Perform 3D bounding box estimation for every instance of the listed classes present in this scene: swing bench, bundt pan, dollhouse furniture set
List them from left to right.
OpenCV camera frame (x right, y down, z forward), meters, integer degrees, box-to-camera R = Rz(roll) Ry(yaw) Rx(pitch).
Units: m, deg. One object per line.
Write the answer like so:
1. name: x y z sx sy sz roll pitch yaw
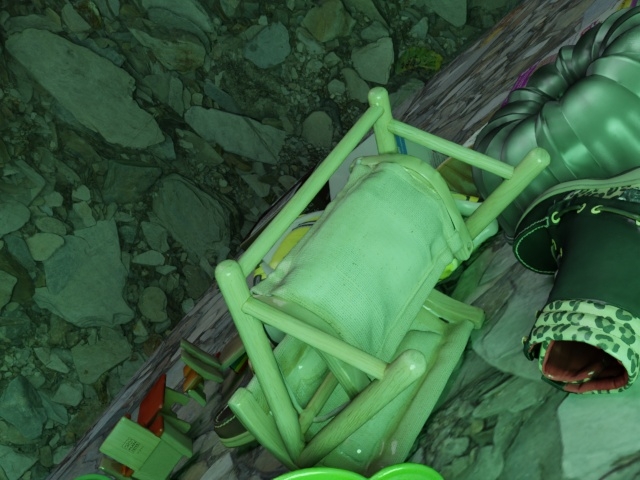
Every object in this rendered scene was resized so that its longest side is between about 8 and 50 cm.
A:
1. dollhouse furniture set: -0.306 0.319 1.278 0.262 0.135 0.259 -53 16 2
2. swing bench: 0.049 0.055 0.617 0.253 0.165 0.254 -52 -22 -37
3. bundt pan: 0.303 -0.144 0.814 0.331 0.124 0.331 -44 8 8

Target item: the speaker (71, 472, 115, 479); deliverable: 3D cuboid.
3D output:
1. speaker: -0.357 0.450 1.081 0.131 0.131 0.296 -47 9 -11

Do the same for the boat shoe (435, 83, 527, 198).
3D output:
1. boat shoe: 0.248 -0.112 1.039 0.277 0.098 0.096 -45 -4 11

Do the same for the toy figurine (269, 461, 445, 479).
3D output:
1. toy figurine: 0.026 0.242 0.459 0.173 0.130 0.159 -21 24 -2

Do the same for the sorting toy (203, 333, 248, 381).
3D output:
1. sorting toy: -0.154 0.222 1.443 0.274 0.046 0.132 -42 10 15

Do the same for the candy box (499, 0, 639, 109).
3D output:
1. candy box: 0.399 -0.267 1.102 0.233 0.071 0.159 -35 13 46

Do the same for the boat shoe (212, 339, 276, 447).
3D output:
1. boat shoe: -0.046 0.158 1.002 0.342 0.123 0.123 -41 10 21

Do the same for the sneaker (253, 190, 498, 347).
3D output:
1. sneaker: 0.074 0.010 0.844 0.147 0.145 0.385 -13 13 43

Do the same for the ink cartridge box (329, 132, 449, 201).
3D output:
1. ink cartridge box: 0.143 -0.079 1.134 0.134 0.231 0.078 -37 47 41

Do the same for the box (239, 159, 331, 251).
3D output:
1. box: 0.000 0.000 1.255 0.168 0.203 0.167 -41 10 21

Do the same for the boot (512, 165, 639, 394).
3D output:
1. boot: 0.205 0.034 0.582 0.178 0.085 0.236 -51 9 -21

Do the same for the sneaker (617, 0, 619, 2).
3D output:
1. sneaker: 0.543 -0.435 1.235 0.083 0.071 0.190 -47 7 24
